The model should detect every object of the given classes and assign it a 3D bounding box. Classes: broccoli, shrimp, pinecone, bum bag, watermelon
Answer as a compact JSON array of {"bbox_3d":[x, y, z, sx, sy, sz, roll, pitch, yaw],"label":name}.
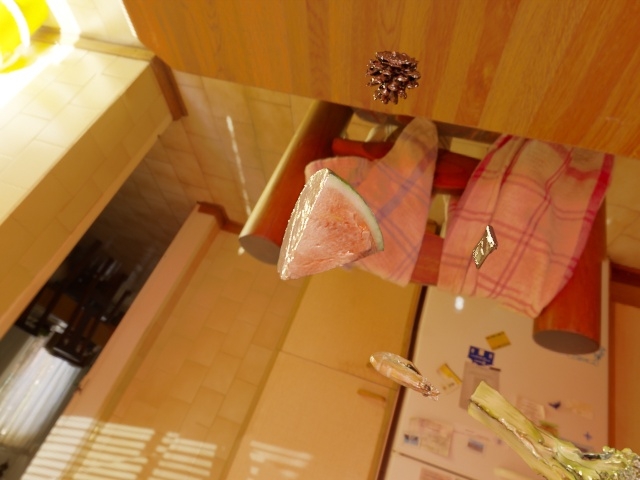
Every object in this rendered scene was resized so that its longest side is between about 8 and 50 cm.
[{"bbox_3d":[0.477,0.460,0.893,0.252,0.221,0.361,43,174,-28],"label":"broccoli"},{"bbox_3d":[0.118,0.179,0.580,0.108,0.023,0.059,22,-164,33],"label":"shrimp"},{"bbox_3d":[0.177,-0.399,1.041,0.140,0.140,0.121,20,131,5],"label":"pinecone"},{"bbox_3d":[0.637,0.029,1.645,0.026,0.109,0.159,9,137,-5],"label":"bum bag"},{"bbox_3d":[0.032,-0.009,1.094,0.222,0.319,0.292,20,-170,-9],"label":"watermelon"}]
